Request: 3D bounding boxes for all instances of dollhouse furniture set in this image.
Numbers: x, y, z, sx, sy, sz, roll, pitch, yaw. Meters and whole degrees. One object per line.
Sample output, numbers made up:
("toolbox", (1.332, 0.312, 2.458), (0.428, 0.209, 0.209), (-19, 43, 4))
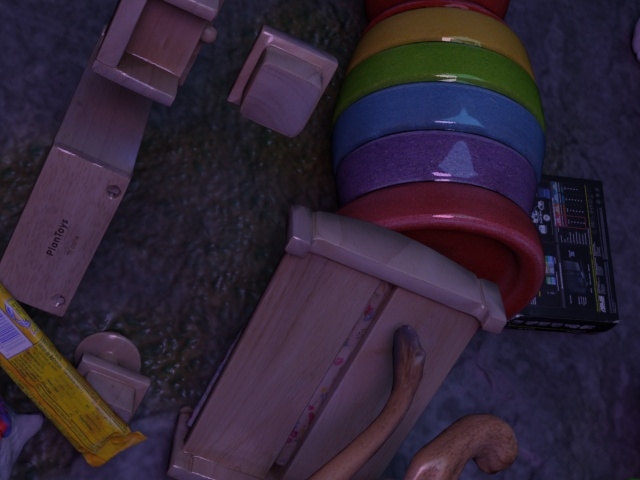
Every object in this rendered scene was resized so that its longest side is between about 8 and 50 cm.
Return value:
("dollhouse furniture set", (0.000, 0.000, 0.768), (0.355, 0.303, 0.174), (23, 29, -14))

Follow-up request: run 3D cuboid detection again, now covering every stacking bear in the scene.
("stacking bear", (0.084, -0.106, 0.885), (0.175, 0.164, 0.289), (13, 62, -17))

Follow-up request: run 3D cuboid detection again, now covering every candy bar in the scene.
("candy bar", (-0.161, 0.072, 0.698), (0.161, 0.040, 0.018), (55, 15, -26))

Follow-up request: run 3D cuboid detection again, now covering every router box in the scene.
("router box", (0.177, 0.010, 0.939), (0.092, 0.038, 0.123), (6, 68, -20))

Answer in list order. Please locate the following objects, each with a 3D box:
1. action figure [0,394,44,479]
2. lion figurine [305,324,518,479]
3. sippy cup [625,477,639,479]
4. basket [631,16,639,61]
("action figure", (-0.313, 0.069, 0.653), (0.330, 0.179, 0.341), (21, 24, -36))
("lion figurine", (0.005, 0.265, 0.673), (0.240, 0.142, 0.392), (-18, 101, -32))
("sippy cup", (0.350, 0.176, 0.856), (0.305, 0.240, 0.224), (21, 43, -57))
("basket", (0.485, -0.115, 0.946), (0.328, 0.331, 0.267), (0, 73, -22))
